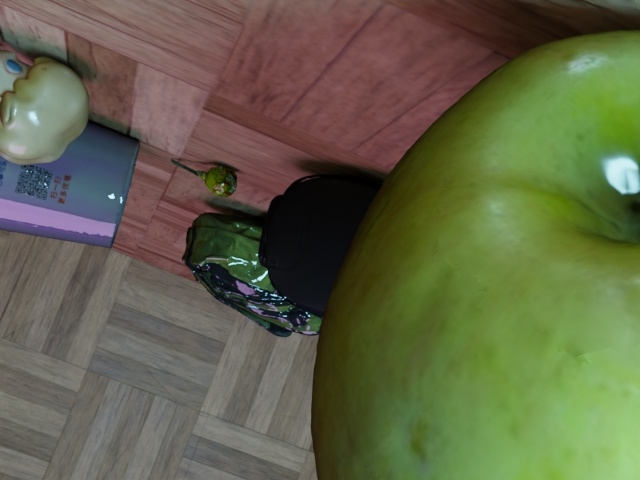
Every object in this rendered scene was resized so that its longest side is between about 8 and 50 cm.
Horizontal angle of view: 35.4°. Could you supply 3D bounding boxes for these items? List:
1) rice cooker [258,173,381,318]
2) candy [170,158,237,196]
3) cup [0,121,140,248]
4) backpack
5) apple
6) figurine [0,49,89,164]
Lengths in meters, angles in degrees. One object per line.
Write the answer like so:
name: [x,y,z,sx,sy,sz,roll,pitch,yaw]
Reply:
rice cooker: [0.029,0.009,0.980,0.203,0.142,0.118,17,-178,44]
candy: [-0.141,-0.079,1.182,0.035,0.035,0.123,5,-168,-44]
cup: [-0.367,-0.090,1.166,0.288,0.203,0.203,15,172,-9]
backpack: [-0.077,0.049,1.427,0.253,0.140,0.207,23,169,-11]
apple: [0.149,0.062,0.465,0.338,0.338,0.305,14,153,33]
figurine: [-0.310,-0.156,0.943,0.196,0.108,0.114,40,158,-7]
